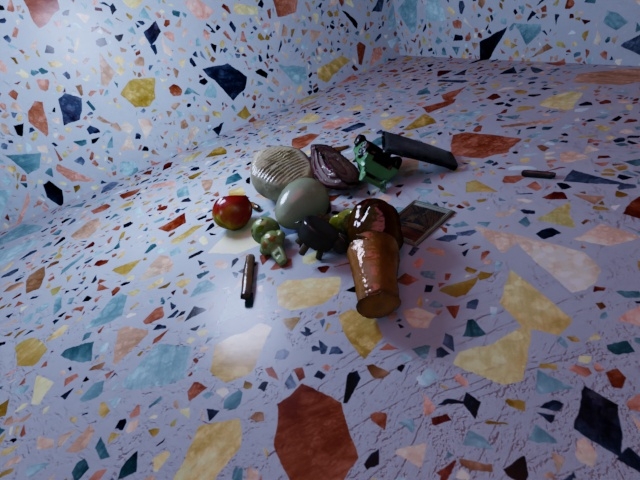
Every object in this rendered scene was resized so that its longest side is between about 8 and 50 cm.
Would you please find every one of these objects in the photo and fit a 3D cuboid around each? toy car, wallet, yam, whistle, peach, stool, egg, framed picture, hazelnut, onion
[{"bbox_3d":[0.267,-0.399,2.035,0.213,0.177,0.359,23,22,-19],"label":"toy car"},{"bbox_3d":[0.483,-0.442,1.976,0.378,0.046,0.191,14,39,-6],"label":"wallet"},{"bbox_3d":[-0.295,0.147,1.636,0.046,0.046,0.264,-14,35,5],"label":"yam"},{"bbox_3d":[-0.226,-0.009,1.746,0.141,0.141,0.294,-22,34,-7],"label":"whistle"},{"bbox_3d":[-0.437,-0.149,1.990,0.190,0.190,0.193,4,58,28],"label":"peach"},{"bbox_3d":[-0.003,0.003,1.617,0.227,0.139,0.153,37,26,17],"label":"stool"},{"bbox_3d":[-0.090,-0.160,1.822,0.218,0.219,0.295,16,46,39],"label":"egg"},{"bbox_3d":[0.397,-0.083,1.681,0.273,0.016,0.216,-37,39,-27],"label":"framed picture"},{"bbox_3d":[0.221,-0.042,1.558,0.216,0.217,0.252,-22,45,-8],"label":"hazelnut"},{"bbox_3d":[0.080,-0.354,2.071,0.314,0.146,0.279,50,30,22],"label":"onion"}]

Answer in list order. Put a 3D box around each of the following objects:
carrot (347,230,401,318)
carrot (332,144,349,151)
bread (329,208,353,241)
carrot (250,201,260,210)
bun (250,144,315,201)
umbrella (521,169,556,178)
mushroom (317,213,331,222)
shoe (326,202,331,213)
[{"bbox_3d":[0.192,0.115,1.347,0.195,0.196,0.255,-12,38,7],"label":"carrot"},{"bbox_3d":[0.114,-0.566,2.475,0.142,0.035,0.035,-15,33,-10],"label":"carrot"},{"bbox_3d":[0.104,-0.063,1.692,0.111,0.129,0.114,-9,22,44],"label":"bread"},{"bbox_3d":[-0.366,-0.191,2.155,0.035,0.036,0.165,-33,35,-22],"label":"carrot"},{"bbox_3d":[-0.202,-0.337,2.124,0.361,0.235,0.326,17,52,13],"label":"bun"},{"bbox_3d":[0.931,-0.285,1.717,0.132,0.031,0.036,14,47,36],"label":"umbrella"},{"bbox_3d":[0.004,-0.052,1.753,0.126,0.085,0.110,-14,61,9],"label":"mushroom"},{"bbox_3d":[0.017,-0.187,1.965,0.062,0.053,0.159,-10,32,5],"label":"shoe"}]
